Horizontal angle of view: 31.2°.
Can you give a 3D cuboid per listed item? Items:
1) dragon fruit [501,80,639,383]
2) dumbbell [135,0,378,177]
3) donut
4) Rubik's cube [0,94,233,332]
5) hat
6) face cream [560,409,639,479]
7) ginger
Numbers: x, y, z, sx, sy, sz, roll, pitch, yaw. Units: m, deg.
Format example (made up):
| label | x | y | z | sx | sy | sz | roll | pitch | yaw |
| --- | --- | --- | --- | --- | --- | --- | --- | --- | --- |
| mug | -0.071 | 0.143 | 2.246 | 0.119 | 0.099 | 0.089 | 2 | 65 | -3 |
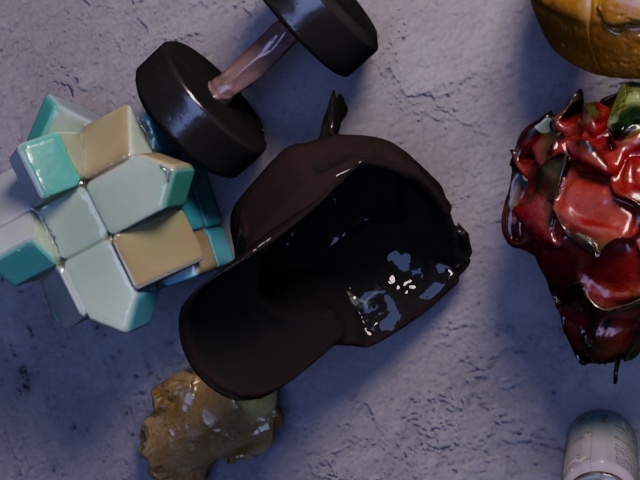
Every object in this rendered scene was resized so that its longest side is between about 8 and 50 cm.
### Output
| label | x | y | z | sx | sy | sz | roll | pitch | yaw |
| --- | --- | --- | --- | --- | --- | --- | --- | --- | --- |
| dragon fruit | 0.277 | -0.005 | 1.086 | 0.234 | 0.234 | 0.293 | 21 | 116 | 10 |
| dumbbell | -0.065 | -0.185 | 1.167 | 0.218 | 0.152 | 0.152 | -41 | 87 | 15 |
| donut | 0.300 | -0.245 | 1.047 | 0.227 | 0.226 | 0.113 | -6 | 135 | 15 |
| Rubik's cube | -0.222 | -0.037 | 1.193 | 0.224 | 0.213 | 0.265 | -19 | 90 | 17 |
| hat | -0.032 | -0.005 | 1.136 | 0.209 | 0.336 | 0.238 | 39 | 137 | 37 |
| face cream | 0.268 | 0.227 | 1.097 | 0.075 | 0.229 | 0.075 | 2 | 97 | 14 |
| ginger | -0.140 | 0.215 | 1.281 | 0.137 | 0.074 | 0.213 | 46 | 111 | 4 |
